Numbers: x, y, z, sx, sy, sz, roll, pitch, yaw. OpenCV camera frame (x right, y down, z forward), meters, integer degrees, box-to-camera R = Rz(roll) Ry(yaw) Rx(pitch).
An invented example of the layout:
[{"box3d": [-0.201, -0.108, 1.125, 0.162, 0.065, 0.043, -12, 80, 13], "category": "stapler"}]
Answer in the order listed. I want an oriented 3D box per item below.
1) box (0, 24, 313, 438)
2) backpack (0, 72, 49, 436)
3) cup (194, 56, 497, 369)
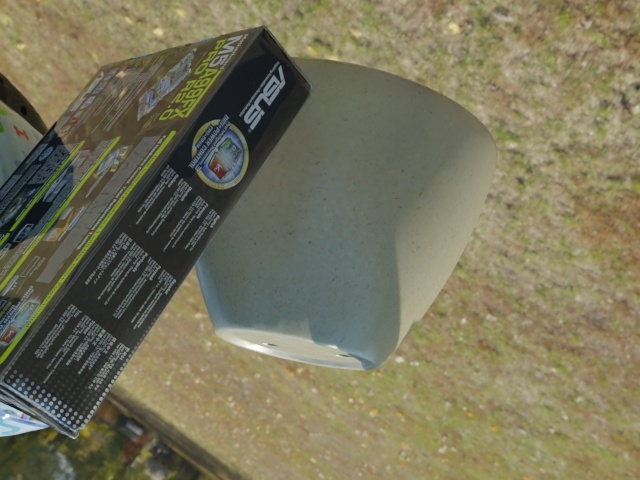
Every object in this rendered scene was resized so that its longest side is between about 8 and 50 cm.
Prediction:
[{"box3d": [-0.154, -0.019, 0.534, 0.216, 0.270, 0.060, 3, 144, 46], "category": "box"}, {"box3d": [-0.332, 0.015, 0.743, 0.273, 0.355, 0.290, -4, 153, 10], "category": "backpack"}, {"box3d": [0.000, 0.000, 0.812, 0.331, 0.236, 0.331, 10, 165, 3], "category": "cup"}]
